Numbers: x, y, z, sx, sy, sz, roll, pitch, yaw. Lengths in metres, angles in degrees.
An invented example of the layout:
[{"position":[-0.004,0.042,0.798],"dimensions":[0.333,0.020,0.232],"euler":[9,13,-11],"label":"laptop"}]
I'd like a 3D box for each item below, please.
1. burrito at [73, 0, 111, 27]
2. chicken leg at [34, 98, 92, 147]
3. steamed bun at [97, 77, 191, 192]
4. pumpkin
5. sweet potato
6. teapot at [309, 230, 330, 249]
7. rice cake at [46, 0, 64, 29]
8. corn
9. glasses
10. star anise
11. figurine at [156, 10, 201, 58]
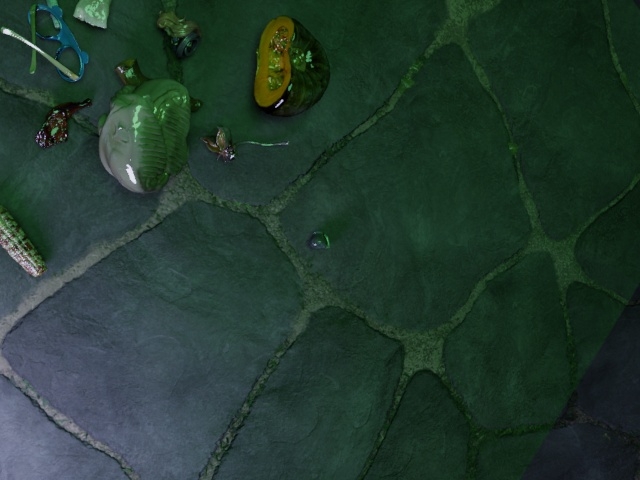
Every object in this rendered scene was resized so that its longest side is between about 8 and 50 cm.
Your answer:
[{"position":[-0.673,-0.849,1.733],"dimensions":[0.117,0.076,0.393],"euler":[12,86,-20],"label":"burrito"},{"position":[-0.782,-0.365,1.707],"dimensions":[0.093,0.053,0.205],"euler":[38,84,-40],"label":"chicken leg"},{"position":[-0.543,-0.317,1.682],"dimensions":[0.219,0.310,0.325],"euler":[13,123,15],"label":"steamed bun"},{"position":[-0.097,-0.557,1.907],"dimensions":[0.232,0.241,0.325],"euler":[16,78,-49],"label":"pumpkin"},{"position":[-0.512,-0.481,1.790],"dimensions":[0.285,0.085,0.112],"euler":[21,78,-20],"label":"sweet potato"},{"position":[0.000,0.000,2.004],"dimensions":[0.087,0.066,0.057],"euler":[17,65,-42],"label":"teapot"},{"position":[-0.816,-0.728,1.703],"dimensions":[0.042,0.030,0.180],"euler":[-18,97,-14],"label":"rice cake"},{"position":[-0.895,0.004,1.653],"dimensions":[0.079,0.079,0.237],"euler":[-36,107,-17],"label":"corn"},{"position":[-0.822,-0.570,1.647],"dimensions":[0.206,0.102,0.239],"euler":[-36,103,-45],"label":"glasses"},{"position":[-0.251,-0.345,1.891],"dimensions":[0.218,0.148,0.227],"euler":[33,46,15],"label":"star anise"},{"position":[-0.448,-0.672,1.802],"dimensions":[0.157,0.114,0.126],"euler":[59,37,-6],"label":"figurine"}]
